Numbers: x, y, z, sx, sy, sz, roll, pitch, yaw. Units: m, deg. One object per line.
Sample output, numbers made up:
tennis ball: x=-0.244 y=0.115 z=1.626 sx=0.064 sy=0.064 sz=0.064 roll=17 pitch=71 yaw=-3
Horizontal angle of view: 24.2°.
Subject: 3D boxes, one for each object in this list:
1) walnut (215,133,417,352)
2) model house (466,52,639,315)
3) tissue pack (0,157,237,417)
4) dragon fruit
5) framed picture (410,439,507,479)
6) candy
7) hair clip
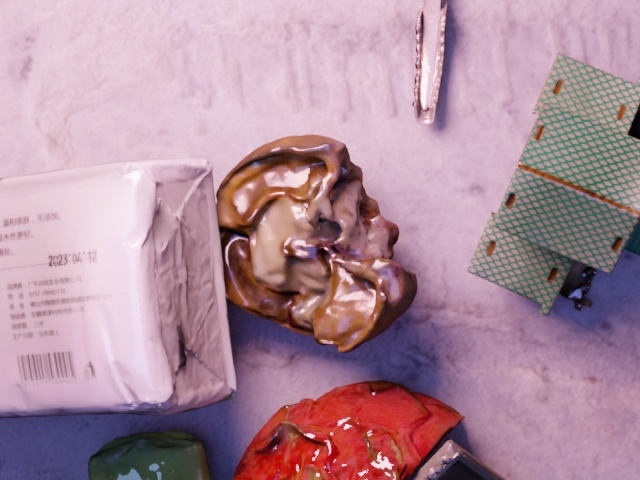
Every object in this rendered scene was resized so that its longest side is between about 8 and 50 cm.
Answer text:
walnut: x=-0.007 y=0.009 z=1.619 sx=0.204 sy=0.141 sz=0.238 roll=-29 pitch=82 yaw=27
model house: x=0.273 y=-0.050 z=1.539 sx=0.178 sy=0.206 sz=0.271 roll=26 pitch=94 yaw=8
tissue pack: x=-0.283 y=0.059 z=1.599 sx=0.356 sy=0.194 sz=0.266 roll=-5 pitch=91 yaw=26
dragon fruit: x=-0.013 y=0.251 z=1.590 sx=0.317 sy=0.205 sz=0.152 roll=-44 pitch=84 yaw=6
framed picture: x=0.102 y=0.375 z=1.596 sx=0.315 sy=0.024 sz=0.232 roll=-46 pitch=125 yaw=7
candy: x=-0.172 y=0.382 z=1.659 sx=0.142 sy=0.132 sz=0.343 roll=-8 pitch=92 yaw=-16
hair clip: x=0.124 y=-0.241 z=1.640 sx=0.034 sy=0.072 sz=0.226 roll=4 pitch=101 yaw=13
